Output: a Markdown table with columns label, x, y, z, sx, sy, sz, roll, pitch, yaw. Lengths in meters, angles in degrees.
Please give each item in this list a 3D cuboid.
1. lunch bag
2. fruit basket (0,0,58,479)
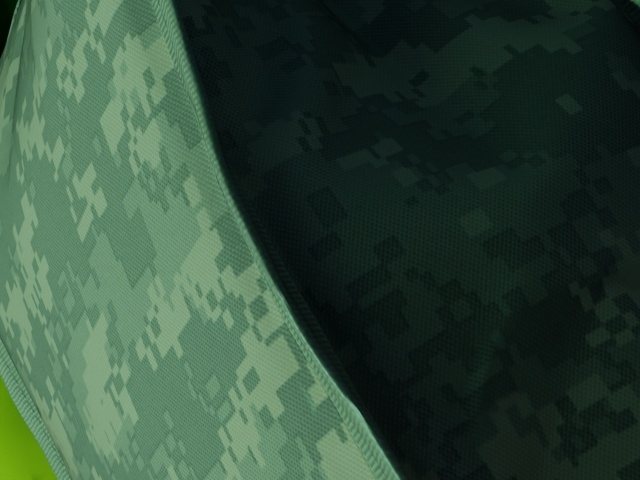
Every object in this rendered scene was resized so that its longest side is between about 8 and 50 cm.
| label | x | y | z | sx | sy | sz | roll | pitch | yaw |
| --- | --- | --- | --- | --- | --- | --- | --- | --- | --- |
| lunch bag | 0.000 | 0.000 | 0.566 | 0.287 | 0.169 | 0.235 | 59 | 152 | 18 |
| fruit basket | -0.143 | 0.088 | 0.773 | 0.392 | 0.283 | 0.392 | 44 | 143 | 46 |
